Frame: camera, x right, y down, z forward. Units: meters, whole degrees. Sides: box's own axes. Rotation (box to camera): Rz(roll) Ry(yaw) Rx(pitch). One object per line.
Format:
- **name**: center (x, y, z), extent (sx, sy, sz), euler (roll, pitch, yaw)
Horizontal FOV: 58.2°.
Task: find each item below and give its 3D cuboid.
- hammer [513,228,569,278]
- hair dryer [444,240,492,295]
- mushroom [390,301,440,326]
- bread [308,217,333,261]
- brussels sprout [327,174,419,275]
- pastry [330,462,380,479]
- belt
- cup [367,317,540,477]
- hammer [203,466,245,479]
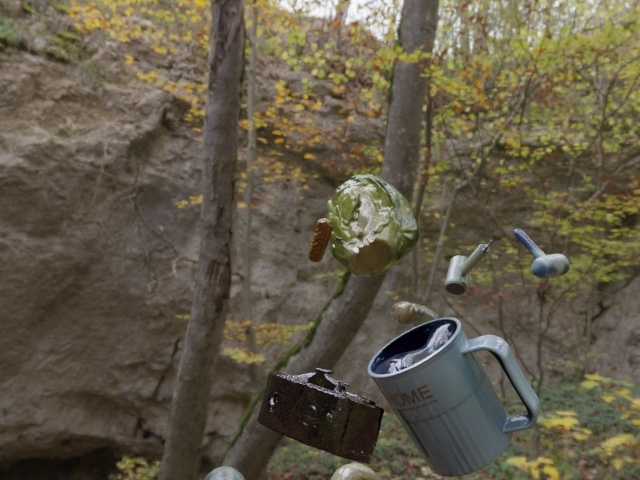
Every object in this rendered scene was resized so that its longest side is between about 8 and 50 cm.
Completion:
- **hammer**: center (0.643, 0.034, 1.710), extent (0.116, 0.194, 0.070), euler (-7, -44, -31)
- **hair dryer**: center (0.244, 0.033, 0.934), extent (0.037, 0.063, 0.124), euler (24, -41, -2)
- **mushroom**: center (0.304, 0.242, 1.804), extent (0.081, 0.092, 0.223), euler (-13, -32, 37)
- **bread**: center (0.000, 0.000, 1.800), extent (0.052, 0.044, 0.157), euler (6, -59, -21)
- **brussels sprout**: center (0.183, -0.038, 1.943), extent (0.275, 0.371, 0.315), euler (-19, -50, 21)
- **pastry**: center (0.093, 0.681, 1.544), extent (0.156, 0.156, 0.092), euler (18, -14, -25)
- **belt**: center (-0.001, 0.361, 1.238), extent (0.289, 0.164, 0.184), euler (7, -14, 39)
- **cup**: center (0.337, 0.377, 1.444), extent (0.331, 0.311, 0.257), euler (-29, 6, 6)
- **hammer**: center (-0.118, 0.604, 1.287), extent (0.305, 0.113, 0.202), euler (13, 4, -10)
